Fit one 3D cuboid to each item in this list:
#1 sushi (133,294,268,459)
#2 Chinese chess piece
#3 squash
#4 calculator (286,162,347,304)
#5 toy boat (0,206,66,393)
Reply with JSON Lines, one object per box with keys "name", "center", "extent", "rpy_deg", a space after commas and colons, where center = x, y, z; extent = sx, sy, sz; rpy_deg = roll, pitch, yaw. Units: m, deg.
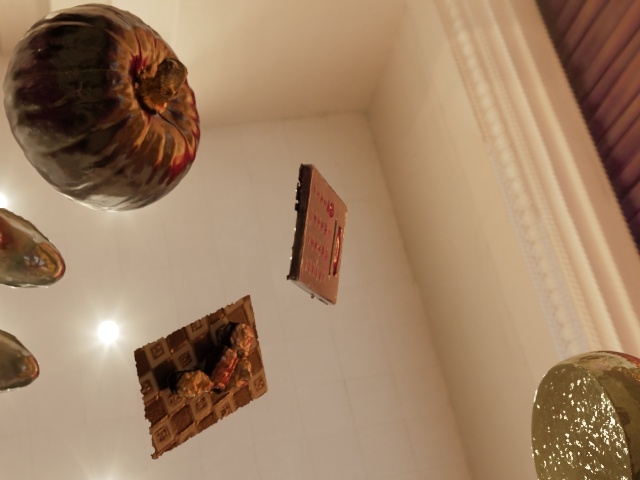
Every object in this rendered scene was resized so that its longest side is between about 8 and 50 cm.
{"name": "sushi", "center": [-0.130, 0.162, 1.148], "extent": [0.201, 0.031, 0.139], "rpy_deg": [-26, -67, -45]}
{"name": "Chinese chess piece", "center": [0.327, 0.241, 1.082], "extent": [0.092, 0.238, 0.238], "rpy_deg": [-1, -119, -16]}
{"name": "squash", "center": [-0.195, -0.119, 0.880], "extent": [0.155, 0.193, 0.193], "rpy_deg": [10, -123, 18]}
{"name": "calculator", "center": [0.000, 0.000, 1.338], "extent": [0.021, 0.261, 0.161], "rpy_deg": [5, -99, 13]}
{"name": "toy boat", "center": [-0.246, 0.032, 0.504], "extent": [0.207, 0.134, 0.079], "rpy_deg": [14, -149, -20]}
